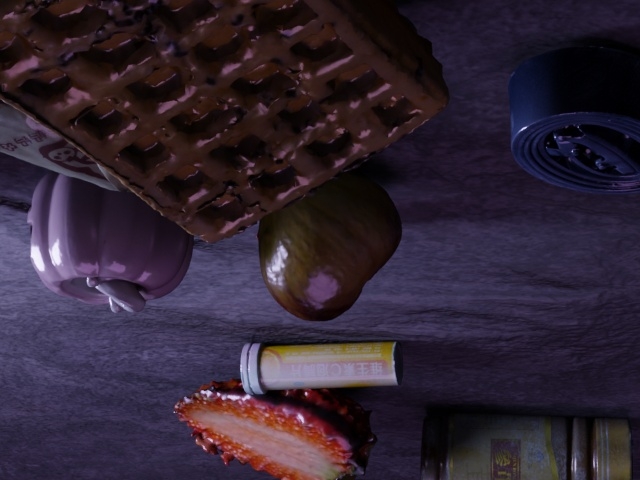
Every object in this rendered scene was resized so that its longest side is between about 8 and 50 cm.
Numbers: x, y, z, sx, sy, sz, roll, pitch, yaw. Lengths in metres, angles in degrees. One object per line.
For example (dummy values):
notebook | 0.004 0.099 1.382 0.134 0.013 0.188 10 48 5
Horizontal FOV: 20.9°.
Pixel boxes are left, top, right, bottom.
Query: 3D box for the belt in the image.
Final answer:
belt | 0.249 -0.105 1.549 0.141 0.082 0.190 -16 152 37

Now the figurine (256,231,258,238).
figurine | 0.000 0.000 1.909 0.140 0.068 0.075 1 163 2

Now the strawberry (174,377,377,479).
strawberry | -0.057 0.264 2.622 0.306 0.138 0.233 28 141 6

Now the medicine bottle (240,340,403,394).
medicine bottle | 0.003 0.173 2.397 0.218 0.074 0.074 -3 159 14

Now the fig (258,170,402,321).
fig | -0.008 -0.025 1.756 0.143 0.160 0.231 34 161 36

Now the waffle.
waffle | -0.096 -0.153 1.306 0.261 0.114 0.376 -29 147 17

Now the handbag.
handbag | -0.179 -0.124 1.511 0.213 0.127 0.235 -31 153 29

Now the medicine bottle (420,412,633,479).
medicine bottle | 0.320 0.348 2.702 0.322 0.151 0.151 1 160 7

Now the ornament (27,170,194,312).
ornament | -0.219 -0.002 1.805 0.177 0.177 0.177 3 160 1
